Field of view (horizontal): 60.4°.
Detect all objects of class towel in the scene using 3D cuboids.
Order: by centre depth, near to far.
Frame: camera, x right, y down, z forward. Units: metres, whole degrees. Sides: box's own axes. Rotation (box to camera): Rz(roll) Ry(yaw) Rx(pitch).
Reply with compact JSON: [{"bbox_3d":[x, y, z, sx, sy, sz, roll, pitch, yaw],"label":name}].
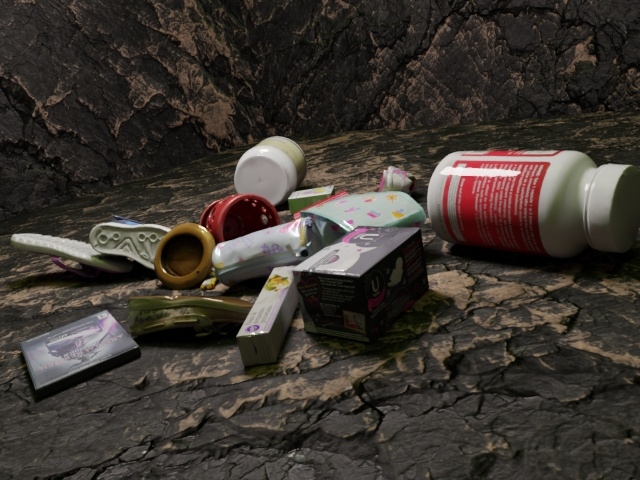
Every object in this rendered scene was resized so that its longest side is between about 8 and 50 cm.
[{"bbox_3d":[0.013,-0.079,1.711,0.199,0.031,0.275,-25,18,3],"label":"towel"}]

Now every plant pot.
[{"bbox_3d":[-0.230,-0.033,1.539,0.191,0.191,0.174,-22,13,-30],"label":"plant pot"}]

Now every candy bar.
[{"bbox_3d":[-0.278,0.091,1.451,0.040,0.018,0.161,-12,18,9],"label":"candy bar"}]

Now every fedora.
[{"bbox_3d":[-0.349,0.048,1.468,0.194,0.194,0.079,-3,-18,22],"label":"fedora"}]

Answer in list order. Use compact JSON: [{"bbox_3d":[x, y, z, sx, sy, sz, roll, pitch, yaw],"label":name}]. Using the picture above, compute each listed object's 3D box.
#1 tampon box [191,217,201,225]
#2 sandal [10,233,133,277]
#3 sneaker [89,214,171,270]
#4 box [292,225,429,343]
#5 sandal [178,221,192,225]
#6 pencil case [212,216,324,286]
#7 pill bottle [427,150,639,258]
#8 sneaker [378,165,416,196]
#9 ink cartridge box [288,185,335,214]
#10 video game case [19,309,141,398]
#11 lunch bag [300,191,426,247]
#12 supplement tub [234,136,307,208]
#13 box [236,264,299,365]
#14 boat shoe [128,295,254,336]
[{"bbox_3d":[-0.288,-0.029,1.684,0.161,0.101,0.120,-21,21,-31],"label":"tampon box"},{"bbox_3d":[-0.752,0.062,1.679,0.416,0.102,0.169,14,6,18],"label":"sandal"},{"bbox_3d":[-0.494,0.010,1.647,0.323,0.130,0.236,11,3,6],"label":"sneaker"},{"bbox_3d":[0.085,0.073,1.094,0.163,0.142,0.247,4,23,37],"label":"box"},{"bbox_3d":[-0.383,-0.031,1.830,0.090,0.060,0.219,9,11,32],"label":"sandal"},{"bbox_3d":[-0.125,0.032,1.327,0.273,0.113,0.124,-14,36,21],"label":"pencil case"},{"bbox_3d":[0.461,-0.084,1.216,0.229,0.229,0.408,-25,23,-37],"label":"pill bottle"},{"bbox_3d":[0.270,-0.188,1.872,0.111,0.103,0.252,15,17,11],"label":"sneaker"},{"bbox_3d":[0.000,-0.146,1.938,0.209,0.062,0.109,-7,18,10],"label":"ink cartridge box"},{"bbox_3d":[-0.513,0.228,1.162,0.196,0.026,0.274,-21,20,-29],"label":"video game case"},{"bbox_3d":[0.108,-0.032,1.381,0.223,0.160,0.262,-19,14,-26],"label":"lunch bag"},{"bbox_3d":[-0.190,-0.262,2.118,0.235,0.235,0.325,-7,18,11],"label":"supplement tub"},{"bbox_3d":[-0.093,0.140,1.120,0.063,0.067,0.324,-9,19,11],"label":"box"},{"bbox_3d":[-0.271,0.161,1.155,0.285,0.089,0.104,-1,-6,20],"label":"boat shoe"}]
